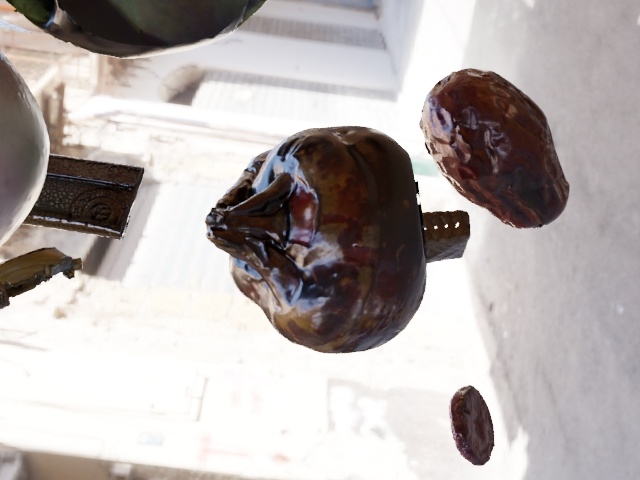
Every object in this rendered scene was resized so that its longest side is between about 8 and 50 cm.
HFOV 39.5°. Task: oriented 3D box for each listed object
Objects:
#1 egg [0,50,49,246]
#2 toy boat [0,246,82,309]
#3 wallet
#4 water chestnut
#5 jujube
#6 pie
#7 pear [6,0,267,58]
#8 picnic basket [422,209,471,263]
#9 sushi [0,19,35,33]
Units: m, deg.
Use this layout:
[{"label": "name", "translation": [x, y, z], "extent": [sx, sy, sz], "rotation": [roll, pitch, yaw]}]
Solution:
[{"label": "egg", "translation": [-0.418, -0.080, 0.788], "extent": [0.354, 0.340, 0.354], "rotation": [-174, 90, -71]}, {"label": "toy boat", "translation": [-0.354, 0.048, 1.051], "extent": [0.049, 0.149, 0.047], "rotation": [59, 152, 14]}, {"label": "wallet", "translation": [-0.404, -0.078, 1.368], "extent": [0.039, 0.243, 0.133], "rotation": [93, -172, -57]}, {"label": "water chestnut", "translation": [0.000, 0.000, 1.059], "extent": [0.289, 0.244, 0.289], "rotation": [168, 90, -89]}, {"label": "jujube", "translation": [0.283, -0.145, 1.451], "extent": [0.197, 0.290, 0.197], "rotation": [-38, 19, 15]}, {"label": "pie", "translation": [0.272, 0.332, 1.604], "extent": [0.154, 0.036, 0.154], "rotation": [35, -132, -50]}, {"label": "pear", "translation": [-0.221, -0.381, 0.980], "extent": [0.165, 0.399, 0.398], "rotation": [173, 105, -72]}, {"label": "picnic basket", "translation": [0.134, 0.003, 1.363], "extent": [0.110, 0.193, 0.055], "rotation": [92, 171, -66]}, {"label": "sushi", "translation": [-0.469, -0.308, 1.133], "extent": [0.139, 0.201, 0.031], "rotation": [-3, -67, -51]}]
